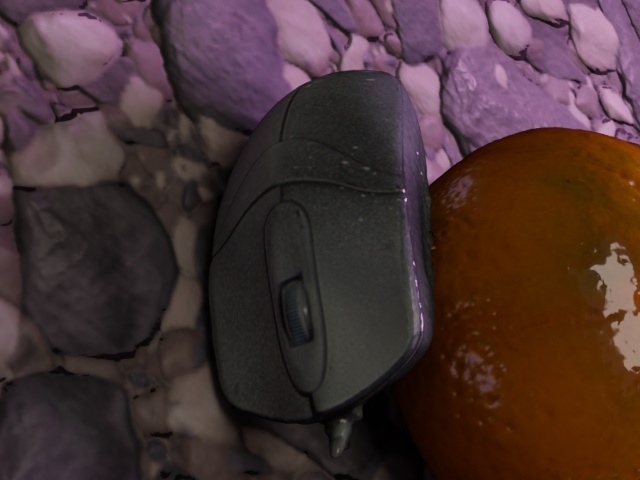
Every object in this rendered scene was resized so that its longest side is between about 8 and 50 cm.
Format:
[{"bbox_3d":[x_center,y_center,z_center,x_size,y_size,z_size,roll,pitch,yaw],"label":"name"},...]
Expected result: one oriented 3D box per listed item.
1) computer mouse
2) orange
[{"bbox_3d":[-0.003,-0.004,0.755,0.068,0.113,0.229,44,35,-39],"label":"computer mouse"},{"bbox_3d":[0.145,0.052,0.816,0.240,0.171,0.240,26,48,-34],"label":"orange"}]
